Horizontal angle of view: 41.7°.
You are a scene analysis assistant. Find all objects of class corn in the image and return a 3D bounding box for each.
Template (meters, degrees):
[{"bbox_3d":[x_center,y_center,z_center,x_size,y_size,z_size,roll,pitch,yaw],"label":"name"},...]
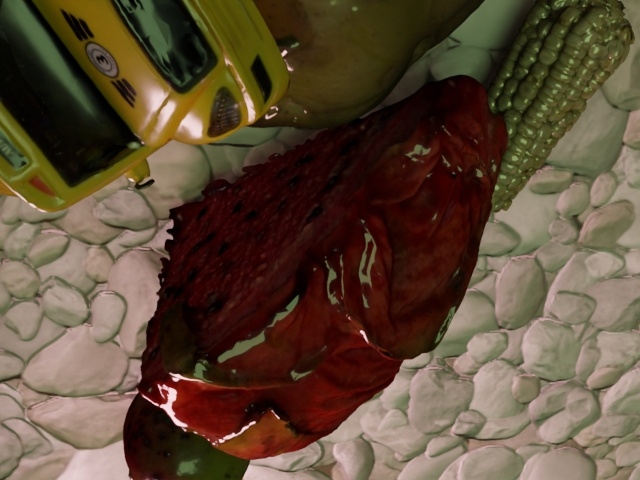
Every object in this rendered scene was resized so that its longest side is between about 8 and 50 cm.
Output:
[{"bbox_3d":[0.177,-0.112,0.705,0.087,0.087,0.211,19,117,-21],"label":"corn"}]

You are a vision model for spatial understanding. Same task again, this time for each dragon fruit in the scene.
[{"bbox_3d":[0.000,0.000,0.650,0.240,0.302,0.330,42,112,5],"label":"dragon fruit"}]

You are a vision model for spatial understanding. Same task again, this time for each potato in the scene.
[{"bbox_3d":[0.033,-0.224,0.538,0.351,0.202,0.218,-45,121,11],"label":"potato"}]

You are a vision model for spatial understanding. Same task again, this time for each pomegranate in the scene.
[{"bbox_3d":[-0.111,0.170,0.771,0.129,0.129,0.159,30,102,-25],"label":"pomegranate"}]

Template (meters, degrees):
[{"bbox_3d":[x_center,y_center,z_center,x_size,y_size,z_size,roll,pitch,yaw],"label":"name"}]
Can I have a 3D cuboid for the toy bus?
[{"bbox_3d":[-0.170,-0.104,0.488,0.151,0.331,0.145,-47,122,-24],"label":"toy bus"}]
